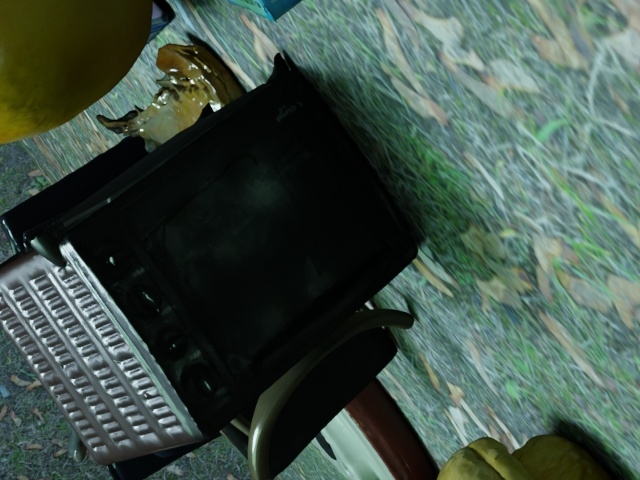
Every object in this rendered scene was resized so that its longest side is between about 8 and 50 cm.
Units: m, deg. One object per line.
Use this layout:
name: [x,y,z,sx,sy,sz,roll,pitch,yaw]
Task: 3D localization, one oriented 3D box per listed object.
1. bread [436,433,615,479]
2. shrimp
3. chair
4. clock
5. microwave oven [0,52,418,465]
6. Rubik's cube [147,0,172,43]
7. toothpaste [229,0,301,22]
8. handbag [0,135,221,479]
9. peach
bread: [0.177,0.239,1.166,0.236,0.120,0.198,50,170,13]
shrimp: [-0.129,-0.130,1.455,0.262,0.066,0.117,15,124,52]
chair: [-0.035,0.104,1.439,0.166,0.188,0.272,51,170,-35]
clock: [0.010,0.188,1.829,0.318,0.080,0.318,51,169,14]
microwave oven: [-0.084,0.015,1.151,0.178,0.247,0.188,54,147,-7]
Rubik's cube: [-0.207,-0.184,1.434,0.178,0.190,0.211,16,150,44]
toothpaste: [-0.079,-0.199,1.036,0.065,0.050,0.266,60,168,-29]
handbag: [-0.168,0.073,1.587,0.118,0.269,0.326,31,146,49]
peach: [-0.266,-0.200,1.238,0.289,0.289,0.308,50,163,14]
